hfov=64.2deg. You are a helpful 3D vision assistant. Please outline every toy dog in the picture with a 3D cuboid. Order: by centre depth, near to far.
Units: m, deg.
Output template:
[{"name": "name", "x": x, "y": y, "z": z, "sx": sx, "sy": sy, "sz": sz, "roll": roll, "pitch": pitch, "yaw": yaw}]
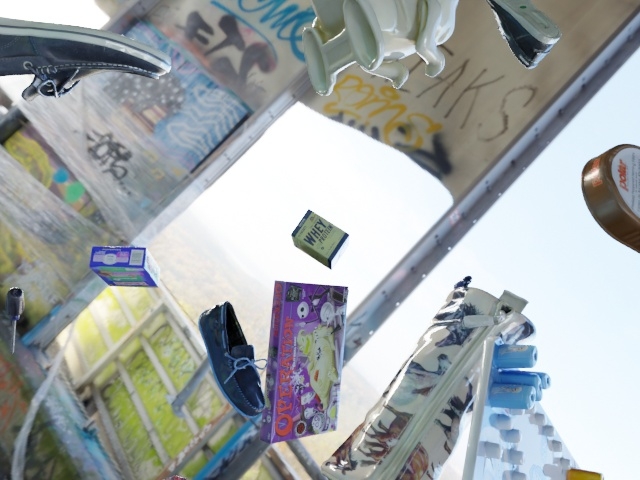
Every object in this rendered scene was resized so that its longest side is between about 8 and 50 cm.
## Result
[{"name": "toy dog", "x": 0.167, "y": -0.571, "z": 1.271, "sx": 0.284, "sy": 0.408, "sz": 0.395, "roll": -22, "pitch": -91, "yaw": 60}]

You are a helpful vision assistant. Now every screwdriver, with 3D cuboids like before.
[{"name": "screwdriver", "x": -0.457, "y": 0.122, "z": 0.762, "sx": 0.024, "sy": 0.170, "sz": 0.025, "roll": 8, "pitch": 50, "yaw": -26}]

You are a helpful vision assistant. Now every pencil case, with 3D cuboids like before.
[{"name": "pencil case", "x": 0.176, "y": 0.251, "z": 0.802, "sx": 0.160, "sy": 0.410, "sz": 0.183, "roll": 31, "pitch": -23, "yaw": 25}]

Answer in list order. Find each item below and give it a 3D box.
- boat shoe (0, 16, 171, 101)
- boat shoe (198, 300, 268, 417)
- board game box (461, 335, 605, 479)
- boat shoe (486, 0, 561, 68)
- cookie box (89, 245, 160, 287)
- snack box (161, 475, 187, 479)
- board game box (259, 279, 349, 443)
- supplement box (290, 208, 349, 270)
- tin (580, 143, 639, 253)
[{"name": "boat shoe", "x": -0.565, "y": -0.362, "z": 1.041, "sx": 0.500, "sy": 0.156, "sz": 0.187, "roll": -2, "pitch": 14, "yaw": -20}, {"name": "boat shoe", "x": -0.183, "y": 0.245, "z": 1.084, "sx": 0.258, "sy": 0.089, "sz": 0.109, "roll": 57, "pitch": 18, "yaw": 18}, {"name": "board game box", "x": 0.233, "y": 0.363, "z": 0.523, "sx": 0.050, "sy": 0.390, "sz": 0.390, "roll": -9, "pitch": -46, "yaw": 37}, {"name": "boat shoe", "x": 0.361, "y": -0.429, "z": 0.978, "sx": 0.079, "sy": 0.084, "sz": 0.233, "roll": 107, "pitch": -34, "yaw": -56}, {"name": "cookie box", "x": -0.336, "y": 0.048, "z": 0.889, "sx": 0.092, "sy": 0.040, "sz": 0.107, "roll": 1, "pitch": -23, "yaw": -3}, {"name": "snack box", "x": -0.340, "y": 0.559, "z": 1.063, "sx": 0.037, "sy": 0.141, "sz": 0.100, "roll": 33, "pitch": 39, "yaw": -36}, {"name": "board game box", "x": -0.031, "y": 0.270, "z": 1.170, "sx": 0.208, "sy": 0.347, "sz": 0.056, "roll": 8, "pitch": -5, "yaw": -40}, {"name": "supplement box", "x": 0.000, "y": 0.000, "z": 0.881, "sx": 0.083, "sy": 0.056, "sz": 0.083, "roll": 32, "pitch": -12, "yaw": 9}, {"name": "tin", "x": 0.352, "y": -0.029, "z": 0.520, "sx": 0.189, "sy": 0.106, "sz": 0.040, "roll": 26, "pitch": -33, "yaw": -10}]
